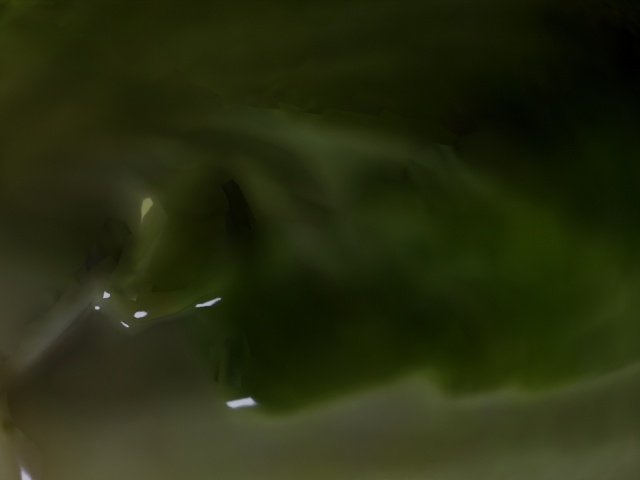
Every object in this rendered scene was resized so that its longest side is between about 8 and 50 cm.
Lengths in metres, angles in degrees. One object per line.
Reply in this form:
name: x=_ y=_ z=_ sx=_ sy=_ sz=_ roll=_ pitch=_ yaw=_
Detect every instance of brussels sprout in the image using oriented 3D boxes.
brussels sprout: x=0.000 y=0.000 z=0.506 sx=0.315 sy=0.371 sz=0.275 roll=29 pitch=131 yaw=12
